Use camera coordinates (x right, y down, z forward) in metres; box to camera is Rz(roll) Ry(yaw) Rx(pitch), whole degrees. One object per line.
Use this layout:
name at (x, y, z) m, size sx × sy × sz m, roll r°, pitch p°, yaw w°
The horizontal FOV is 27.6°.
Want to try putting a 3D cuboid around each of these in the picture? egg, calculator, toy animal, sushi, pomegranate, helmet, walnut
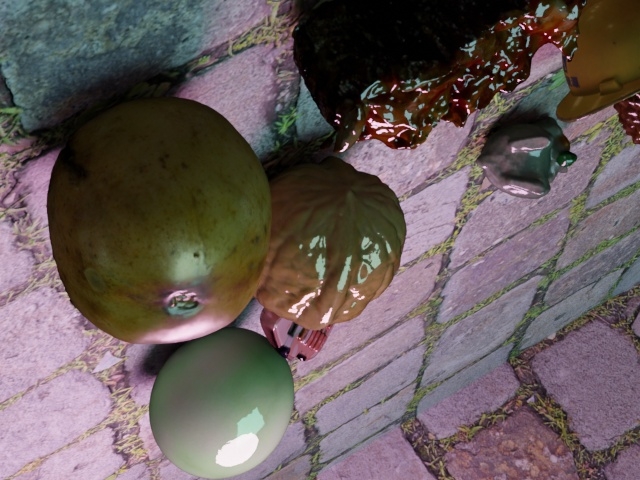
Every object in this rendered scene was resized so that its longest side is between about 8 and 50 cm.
egg at (-0.154, 0.253, 2.039) m, size 0.220 × 0.220 × 0.269 m, roll -18°, pitch 149°, yaw -38°
calculator at (-0.009, 0.081, 1.999) m, size 0.220 × 0.048 × 0.330 m, roll -65°, pitch 162°, yaw -7°
toy animal at (0.346, -0.142, 2.089) m, size 0.125 × 0.127 × 0.251 m, roll -55°, pitch 168°, yaw 21°
sushi at (0.118, -0.225, 1.403) m, size 0.343 × 0.182 × 0.196 m, roll -36°, pitch 154°, yaw -1°
pomegranate at (-0.163, -0.020, 1.350) m, size 0.260 × 0.260 × 0.260 m, roll -29°, pitch 160°, yaw -12°
helmet at (0.412, -0.285, 1.783) m, size 0.257 × 0.140 × 0.205 m, roll -27°, pitch -166°, yaw 9°
walnut at (0.000, 0.000, 1.716) m, size 0.225 × 0.225 × 0.261 m, roll -22°, pitch 159°, yaw -30°

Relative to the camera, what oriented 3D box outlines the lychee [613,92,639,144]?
lychee at (0.605, -0.224, 2.060) m, size 0.267 × 0.267 × 0.267 m, roll -29°, pitch 160°, yaw -12°
